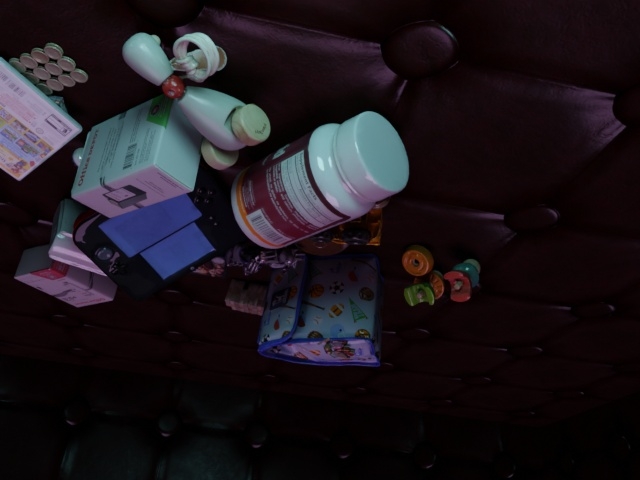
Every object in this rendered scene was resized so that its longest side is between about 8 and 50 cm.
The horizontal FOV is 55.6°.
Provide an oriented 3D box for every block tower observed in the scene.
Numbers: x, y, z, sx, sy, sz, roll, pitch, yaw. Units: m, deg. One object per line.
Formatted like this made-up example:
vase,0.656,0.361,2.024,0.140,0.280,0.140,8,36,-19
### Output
block tower,-0.169,0.227,2.214,0.336,0.097,0.091,13,155,5

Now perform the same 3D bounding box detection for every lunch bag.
lunch bag,-0.001,0.221,1.964,0.386,0.327,0.238,-2,145,15

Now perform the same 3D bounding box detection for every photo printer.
photo printer,-0.627,0.009,1.787,0.308,0.256,0.107,22,107,-29

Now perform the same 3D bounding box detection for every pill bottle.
pill bottle,-0.006,-0.136,1.418,0.392,0.224,0.224,-21,142,39

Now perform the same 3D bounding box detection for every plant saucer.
plant saucer,0.000,0.000,1.864,0.199,0.036,0.198,4,151,2

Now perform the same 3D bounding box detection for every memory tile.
memory tile,-0.589,-0.369,1.316,0.148,0.012,0.113,-9,148,26

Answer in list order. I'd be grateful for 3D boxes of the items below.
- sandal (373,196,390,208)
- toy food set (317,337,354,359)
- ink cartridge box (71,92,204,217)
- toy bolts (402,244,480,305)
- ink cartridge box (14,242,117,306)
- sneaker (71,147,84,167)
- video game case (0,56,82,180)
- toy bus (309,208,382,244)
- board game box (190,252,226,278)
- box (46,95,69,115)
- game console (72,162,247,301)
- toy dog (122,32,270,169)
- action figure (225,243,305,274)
sandal,0.148,-0.107,1.507,0.072,0.180,0.049,-18,111,13
toy food set,0.054,0.328,1.810,0.122,0.019,0.078,28,139,-26
ink cartridge box,-0.418,-0.194,1.403,0.289,0.211,0.121,-13,148,32
toy bolts,0.385,0.090,1.911,0.229,0.158,0.218,-3,111,36
ink cartridge box,-0.896,0.126,2.170,0.207,0.117,0.283,-12,147,29
sneaker,-0.518,-0.186,1.570,0.237,0.085,0.086,22,141,-32
video game case,-0.699,-0.266,1.368,0.206,0.026,0.227,-35,133,9
toy bus,0.068,-0.052,1.670,0.221,0.149,0.211,1,167,12
board game box,-0.438,0.061,2.047,0.244,0.042,0.165,8,152,-4
box,-0.666,-0.307,1.426,0.137,0.027,0.094,8,151,-5
game console,-0.423,-0.021,1.640,0.387,0.060,0.342,-30,133,-2
toy dog,-0.235,-0.311,1.263,0.220,0.160,0.333,-5,135,24
action figure,-0.170,0.062,1.887,0.185,0.099,0.285,12,171,-43
